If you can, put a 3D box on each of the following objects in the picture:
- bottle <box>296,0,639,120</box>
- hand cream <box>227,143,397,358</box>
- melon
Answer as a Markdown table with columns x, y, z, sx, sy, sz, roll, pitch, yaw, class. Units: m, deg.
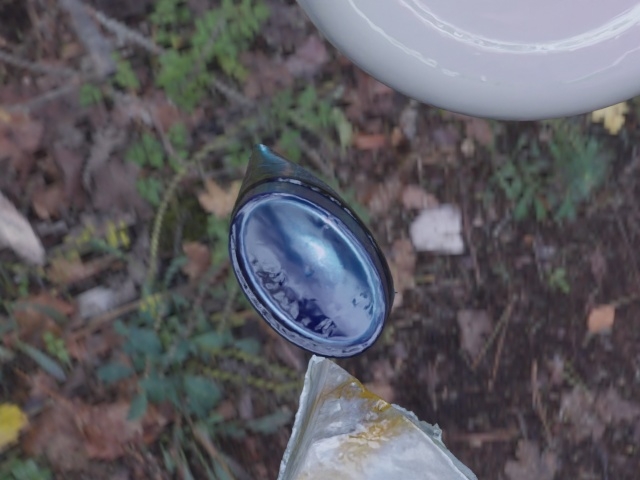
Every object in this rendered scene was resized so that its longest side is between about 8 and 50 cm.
| x | y | z | sx | sy | sz | roll | pitch | yaw | class |
| --- | --- | --- | --- | --- | --- | --- | --- | --- | --- |
| 0.054 | -0.150 | 0.543 | 0.147 | 0.148 | 0.236 | -6 | 30 | 2 | bottle |
| 0.000 | 0.000 | 0.891 | 0.061 | 0.270 | 0.120 | -43 | 93 | 7 | hand cream |
| 0.012 | 0.142 | 1.139 | 0.139 | 0.093 | 0.202 | -39 | 35 | -11 | melon |
